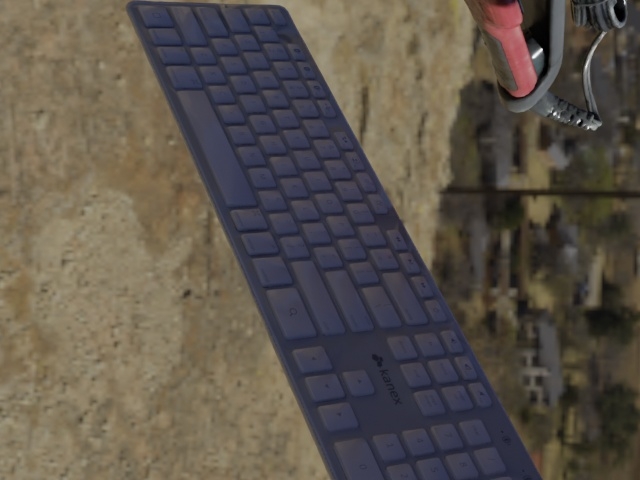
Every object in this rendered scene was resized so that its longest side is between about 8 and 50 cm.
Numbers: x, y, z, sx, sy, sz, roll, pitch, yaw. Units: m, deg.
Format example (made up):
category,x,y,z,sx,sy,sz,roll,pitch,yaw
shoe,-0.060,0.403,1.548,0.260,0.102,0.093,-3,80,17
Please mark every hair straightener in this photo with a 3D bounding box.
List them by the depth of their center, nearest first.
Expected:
category,x,y,z,sx,sy,sz,roll,pitch,yaw
hair straightener,0.095,-0.101,0.461,0.047,0.089,0.230,52,3,27

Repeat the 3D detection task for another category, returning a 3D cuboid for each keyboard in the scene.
category,x,y,z,sx,sy,sz,roll,pitch,yaw
keyboard,0.000,0.000,0.443,0.072,0.014,0.256,0,48,-34
